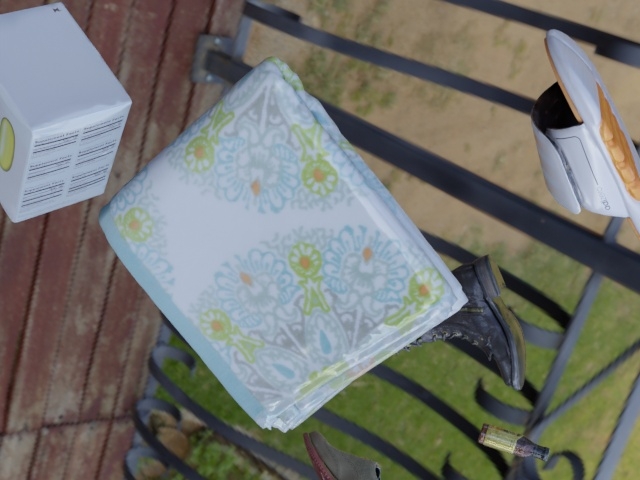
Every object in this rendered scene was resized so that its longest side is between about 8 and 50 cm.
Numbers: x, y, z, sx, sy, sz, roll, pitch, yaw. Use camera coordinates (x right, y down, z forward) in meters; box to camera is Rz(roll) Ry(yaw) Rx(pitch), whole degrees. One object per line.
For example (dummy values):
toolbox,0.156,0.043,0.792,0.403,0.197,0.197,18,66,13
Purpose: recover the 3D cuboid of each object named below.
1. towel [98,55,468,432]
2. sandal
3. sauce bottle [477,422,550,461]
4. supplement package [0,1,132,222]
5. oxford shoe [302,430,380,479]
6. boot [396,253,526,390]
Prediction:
towel,-0.052,0.019,1.180,0.320,0.374,0.090,-37,-176,23
sandal,0.229,-0.045,0.808,0.265,0.076,0.102,57,26,-18
sauce bottle,0.355,0.373,1.786,0.042,0.128,0.042,18,90,-80
supplement package,-0.386,-0.173,1.325,0.149,0.194,0.203,-24,159,-36
oxford shoe,0.075,0.559,2.308,0.130,0.348,0.123,-31,132,-13
boot,0.229,0.159,1.723,0.091,0.229,0.263,-3,74,-69
